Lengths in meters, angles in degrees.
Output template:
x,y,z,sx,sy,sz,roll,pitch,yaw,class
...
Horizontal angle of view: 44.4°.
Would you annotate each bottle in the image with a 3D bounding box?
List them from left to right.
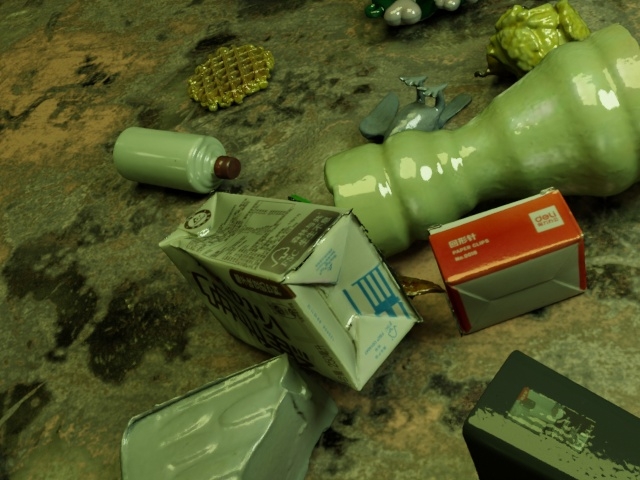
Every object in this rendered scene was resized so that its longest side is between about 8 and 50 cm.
x,y,z,sx,sy,sz,roll,pitch,yaw,class
-0.249,-0.142,1.401,0.245,0.104,0.104,11,57,31,bottle

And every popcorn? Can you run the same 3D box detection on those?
x,y,z,sx,sy,sz,roll,pitch,yaw,class
0.336,-0.309,1.252,0.173,0.169,0.195,-61,32,18,popcorn

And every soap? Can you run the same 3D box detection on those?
x,y,z,sx,sy,sz,roll,pitch,yaw,class
-0.086,0.308,0.912,0.258,0.159,0.302,-22,48,2,soap

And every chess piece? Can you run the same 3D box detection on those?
x,y,z,sx,sy,sz,roll,pitch,yaw,class
0.236,-0.115,1.100,0.443,0.234,0.234,-21,46,13,chess piece

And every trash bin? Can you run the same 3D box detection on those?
x,y,z,sx,sy,sz,roll,pitch,yaw,class
0.278,0.239,0.805,0.226,0.165,0.115,26,65,35,trash bin

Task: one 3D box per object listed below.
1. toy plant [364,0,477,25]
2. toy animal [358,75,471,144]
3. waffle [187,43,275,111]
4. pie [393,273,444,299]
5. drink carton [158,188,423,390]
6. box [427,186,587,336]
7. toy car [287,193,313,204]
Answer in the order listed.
x,y,z,sx,sy,sz,roll,pitch,yaw,class
0.184,-0.486,1.504,0.244,0.112,0.232,-19,41,0,toy plant
0.149,-0.181,1.284,0.256,0.176,0.239,-14,39,-38,toy animal
-0.181,-0.333,1.582,0.191,0.038,0.191,-13,48,14,waffle
0.083,0.057,1.062,0.191,0.088,0.033,-164,83,-70,pie
-0.051,0.054,1.019,0.132,0.194,0.325,-45,30,-22,drink carton
0.241,0.027,1.020,0.182,0.133,0.099,-21,48,7,box
0.000,0.000,1.128,0.062,0.165,0.071,-39,42,-19,toy car
